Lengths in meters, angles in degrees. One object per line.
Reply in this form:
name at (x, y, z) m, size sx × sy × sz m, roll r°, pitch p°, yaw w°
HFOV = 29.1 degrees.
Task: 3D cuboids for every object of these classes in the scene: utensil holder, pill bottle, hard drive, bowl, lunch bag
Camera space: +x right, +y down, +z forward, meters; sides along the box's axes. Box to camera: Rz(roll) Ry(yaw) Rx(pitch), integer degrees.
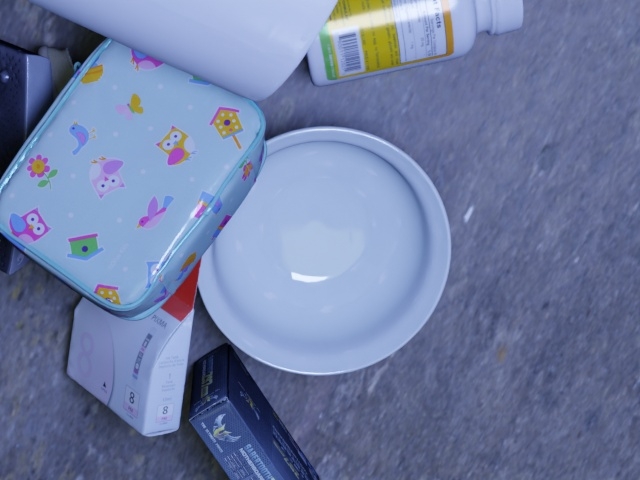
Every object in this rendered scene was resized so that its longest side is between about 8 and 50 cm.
utensil holder at (-0.167, -0.350, 1.174) m, size 0.385 × 0.327 × 0.327 m, roll 23°, pitch 103°, yaw -17°
pill bottle at (0.097, -0.263, 1.392) m, size 0.246 × 0.136 × 0.136 m, roll -12°, pitch 106°, yaw 0°
hard drive at (-0.374, -0.106, 1.405) m, size 0.172 × 0.054 × 0.254 m, roll 23°, pitch 113°, yaw 36°
bowl at (0.000, 0.000, 1.464) m, size 0.298 × 0.134 × 0.298 m, roll -1°, pitch 105°, yaw -3°
lunch bag at (-0.201, -0.075, 1.308) m, size 0.224 × 0.108 × 0.279 m, roll 32°, pitch 78°, yaw 9°

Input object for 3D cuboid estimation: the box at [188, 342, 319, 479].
box at (-0.075, 0.258, 1.508) m, size 0.059 × 0.183 × 0.232 m, roll -31°, pitch 105°, yaw 6°

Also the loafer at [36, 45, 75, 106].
loafer at (-0.243, -0.111, 1.419) m, size 0.092 × 0.102 × 0.268 m, roll -27°, pitch 85°, yaw -14°

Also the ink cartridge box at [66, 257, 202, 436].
ink cartridge box at (-0.222, 0.086, 1.452) m, size 0.066 × 0.189 × 0.232 m, roll -8°, pitch 113°, yaw -38°
